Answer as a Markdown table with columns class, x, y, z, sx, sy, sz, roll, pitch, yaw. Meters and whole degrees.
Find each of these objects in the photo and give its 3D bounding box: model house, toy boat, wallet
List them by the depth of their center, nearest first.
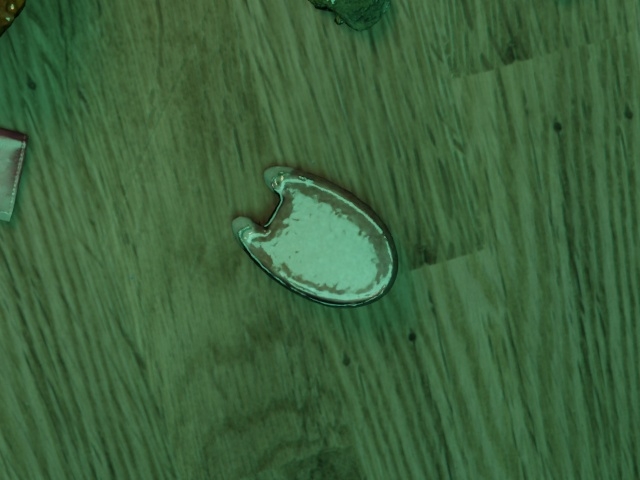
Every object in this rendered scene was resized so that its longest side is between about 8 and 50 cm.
| class | x | y | z | sx | sy | sz | roll | pitch | yaw |
| --- | --- | --- | --- | --- | --- | --- | --- | --- | --- |
| model house | 0.036 | -0.302 | 1.578 | 0.079 | 0.066 | 0.083 | -45 | 129 | -1 |
| wallet | -0.494 | -0.105 | 1.591 | 0.232 | 0.025 | 0.119 | 13 | 110 | -13 |
| toy boat | 0.000 | 0.000 | 1.687 | 0.227 | 0.085 | 0.155 | 32 | 96 | -7 |

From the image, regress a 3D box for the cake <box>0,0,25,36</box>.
| class | x | y | z | sx | sy | sz | roll | pitch | yaw |
| --- | --- | --- | --- | --- | --- | --- | --- | --- | --- |
| cake | -0.462 | -0.330 | 1.373 | 0.293 | 0.199 | 0.196 | 34 | 70 | -23 |
